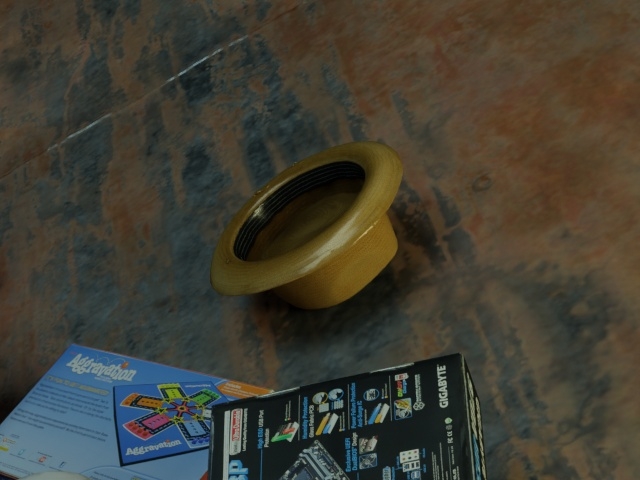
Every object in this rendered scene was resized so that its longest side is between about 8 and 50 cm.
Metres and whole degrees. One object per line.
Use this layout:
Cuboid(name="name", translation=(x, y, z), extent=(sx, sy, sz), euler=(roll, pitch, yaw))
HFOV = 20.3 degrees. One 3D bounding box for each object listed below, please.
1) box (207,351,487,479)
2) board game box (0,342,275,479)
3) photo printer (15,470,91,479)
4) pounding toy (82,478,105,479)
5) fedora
Cuboid(name="box", translation=(0.017, 0.176, 1.103), extent=(0.175, 0.051, 0.220), euler=(-14, 39, 10))
Cuboid(name="board game box", translation=(-0.165, 0.161, 1.465), extent=(0.281, 0.027, 0.145), euler=(8, 51, 49))
Cuboid(name="photo printer", translation=(-0.263, 0.308, 1.268), extent=(0.308, 0.107, 0.256), euler=(-29, 31, 8))
Cuboid(name="pounding toy", translation=(-0.071, 0.269, 1.143), extent=(0.094, 0.181, 0.206), euler=(-53, 42, 35))
Cuboid(name="fedora", translation=(0.000, 0.000, 1.488), extent=(0.194, 0.079, 0.194), euler=(-30, 28, 18))
